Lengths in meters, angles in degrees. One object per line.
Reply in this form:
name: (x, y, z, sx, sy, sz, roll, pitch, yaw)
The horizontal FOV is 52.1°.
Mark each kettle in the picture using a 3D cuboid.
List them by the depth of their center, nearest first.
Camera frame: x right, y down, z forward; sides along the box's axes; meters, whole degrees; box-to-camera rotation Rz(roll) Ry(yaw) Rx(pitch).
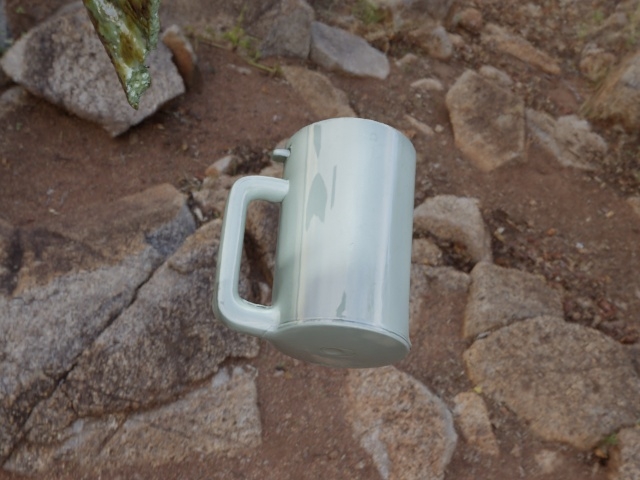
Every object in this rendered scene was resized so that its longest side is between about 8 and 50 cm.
kettle: (0.014, -0.002, 0.929, 0.265, 0.205, 0.318, 30, 56, -42)

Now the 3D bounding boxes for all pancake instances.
pancake: (-0.246, -0.329, 0.753, 0.054, 0.377, 0.197, -33, 40, -32)
